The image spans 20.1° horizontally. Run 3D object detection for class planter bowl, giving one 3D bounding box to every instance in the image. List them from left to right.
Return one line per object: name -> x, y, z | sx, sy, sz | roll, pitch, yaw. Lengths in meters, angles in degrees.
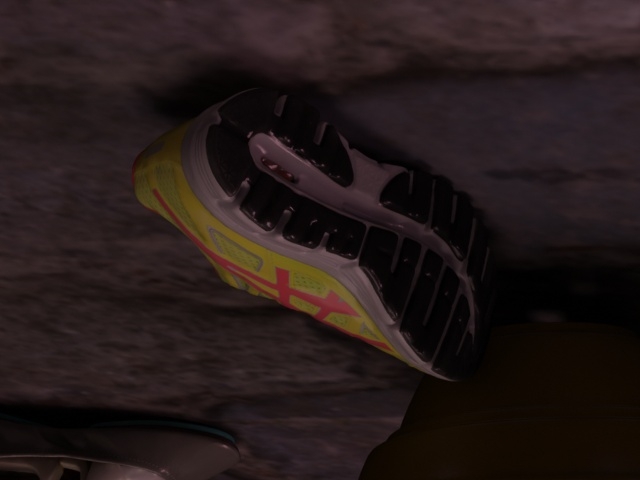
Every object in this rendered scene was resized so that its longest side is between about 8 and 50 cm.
planter bowl -> 0.116, 0.094, 0.921 | 0.217, 0.090, 0.217 | -1, 166, 0

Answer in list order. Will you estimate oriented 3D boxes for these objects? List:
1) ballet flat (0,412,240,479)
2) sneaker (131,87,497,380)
ballet flat -> -0.158, 0.148, 1.143 | 0.213, 0.068, 0.072 | 5, 152, 6
sneaker -> 0.000, 0.000, 0.828 | 0.094, 0.081, 0.208 | -9, 143, 45
